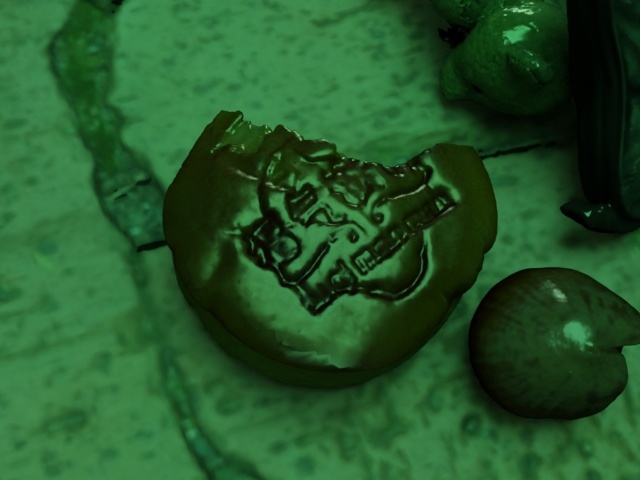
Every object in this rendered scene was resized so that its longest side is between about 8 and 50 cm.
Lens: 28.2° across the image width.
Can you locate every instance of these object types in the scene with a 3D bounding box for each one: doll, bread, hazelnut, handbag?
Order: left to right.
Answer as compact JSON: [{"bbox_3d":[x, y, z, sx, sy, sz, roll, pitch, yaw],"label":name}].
[{"bbox_3d":[0.001,0.010,0.608,0.156,0.086,0.125,9,66,-3],"label":"bread"},{"bbox_3d":[0.083,-0.125,0.697,0.115,0.077,0.150,-4,54,-56],"label":"doll"},{"bbox_3d":[0.114,0.050,0.613,0.086,0.086,0.086,3,65,-7],"label":"hazelnut"},{"bbox_3d":[0.248,-0.142,0.666,0.332,0.191,0.075,-32,43,-22],"label":"handbag"}]
